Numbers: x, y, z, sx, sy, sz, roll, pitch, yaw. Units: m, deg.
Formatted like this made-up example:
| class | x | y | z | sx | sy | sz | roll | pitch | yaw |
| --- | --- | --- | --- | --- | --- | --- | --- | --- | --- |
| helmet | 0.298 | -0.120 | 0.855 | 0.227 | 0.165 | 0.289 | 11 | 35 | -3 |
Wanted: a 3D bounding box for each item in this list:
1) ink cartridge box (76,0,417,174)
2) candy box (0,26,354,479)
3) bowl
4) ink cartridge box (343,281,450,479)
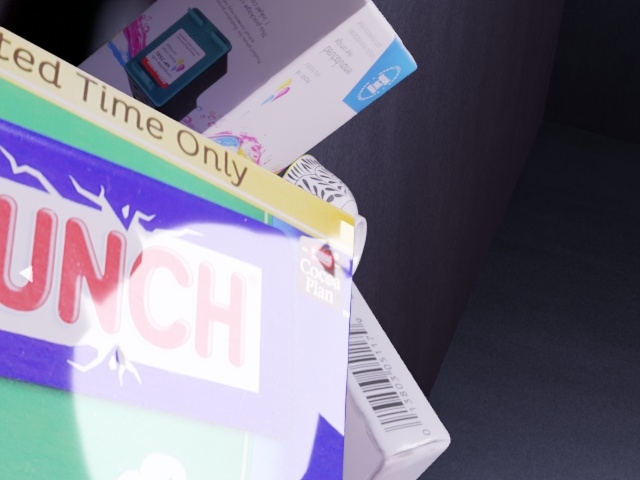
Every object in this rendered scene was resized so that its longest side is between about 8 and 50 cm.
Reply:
| class | x | y | z | sx | sy | sz | roll | pitch | yaw |
| --- | --- | --- | --- | --- | --- | --- | --- | --- | --- |
| ink cartridge box | -0.069 | -0.070 | 0.571 | 0.231 | 0.078 | 0.134 | -37 | 167 | 11 |
| candy box | -0.122 | 0.096 | 0.322 | 0.268 | 0.122 | 0.317 | 25 | 55 | -36 |
| bowl | 0.000 | 0.000 | 1.085 | 0.170 | 0.080 | 0.170 | 17 | 90 | -75 |
| ink cartridge box | -0.045 | 0.110 | 0.598 | 0.066 | 0.189 | 0.232 | 1 | 136 | -43 |
